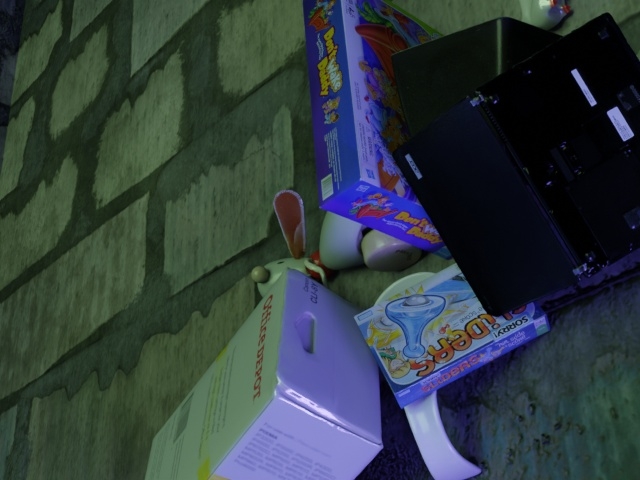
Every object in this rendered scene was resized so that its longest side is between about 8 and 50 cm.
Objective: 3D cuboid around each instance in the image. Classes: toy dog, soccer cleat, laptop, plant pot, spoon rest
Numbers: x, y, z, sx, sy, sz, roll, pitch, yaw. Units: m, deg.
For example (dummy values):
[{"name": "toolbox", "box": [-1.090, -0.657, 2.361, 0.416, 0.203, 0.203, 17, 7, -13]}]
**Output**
[{"name": "toy dog", "box": [0.000, 0.000, 1.367, 0.334, 0.161, 0.220, -50, 40, 23]}, {"name": "soccer cleat", "box": [0.292, -0.372, 1.265, 0.076, 0.068, 0.196, -16, 64, 50]}, {"name": "laptop", "box": [0.252, -0.075, 1.048, 0.264, 0.136, 0.234, -31, 87, 1]}, {"name": "plant pot", "box": [0.218, -0.156, 1.169, 0.188, 0.187, 0.167, -10, 79, 49]}, {"name": "spoon rest", "box": [0.132, 0.160, 1.180, 0.137, 0.084, 0.276, -26, 54, 22]}]

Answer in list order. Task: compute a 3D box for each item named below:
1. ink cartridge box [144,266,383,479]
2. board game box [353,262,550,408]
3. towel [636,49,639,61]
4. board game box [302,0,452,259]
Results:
[{"name": "ink cartridge box", "box": [-0.088, 0.271, 1.266, 0.385, 0.160, 0.279, -53, 17, 25]}, {"name": "board game box", "box": [0.157, 0.101, 1.146, 0.201, 0.035, 0.136, -28, 45, -1]}, {"name": "towel", "box": [0.492, -0.212, 0.960, 0.324, 0.056, 0.312, -57, 41, 12]}, {"name": "board game box", "box": [0.097, -0.170, 1.269, 0.078, 0.233, 0.347, -33, 50, 39]}]
